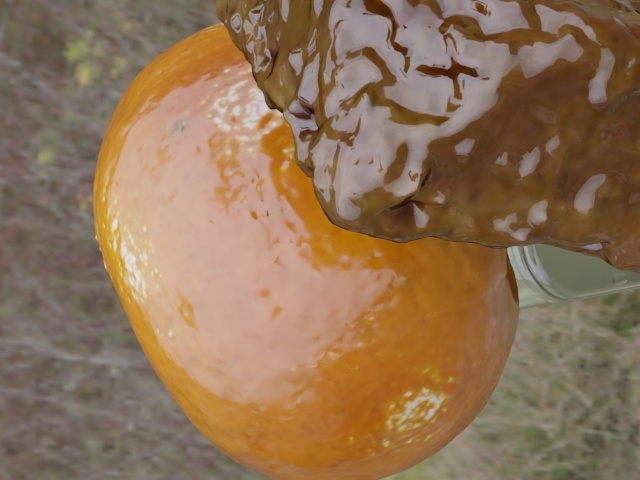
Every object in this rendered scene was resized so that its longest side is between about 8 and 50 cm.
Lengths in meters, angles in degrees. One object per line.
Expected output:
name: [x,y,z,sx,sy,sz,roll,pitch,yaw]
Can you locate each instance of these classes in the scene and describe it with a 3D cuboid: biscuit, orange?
biscuit: [0.124,-0.137,1.199,0.395,0.343,0.166,-120,44,-55]
orange: [0.000,0.000,1.547,0.326,0.424,0.424,-28,62,9]

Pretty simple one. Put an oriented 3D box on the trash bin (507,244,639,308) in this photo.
trash bin: [0.226,0.019,1.979,0.247,0.243,0.121,-18,83,49]
